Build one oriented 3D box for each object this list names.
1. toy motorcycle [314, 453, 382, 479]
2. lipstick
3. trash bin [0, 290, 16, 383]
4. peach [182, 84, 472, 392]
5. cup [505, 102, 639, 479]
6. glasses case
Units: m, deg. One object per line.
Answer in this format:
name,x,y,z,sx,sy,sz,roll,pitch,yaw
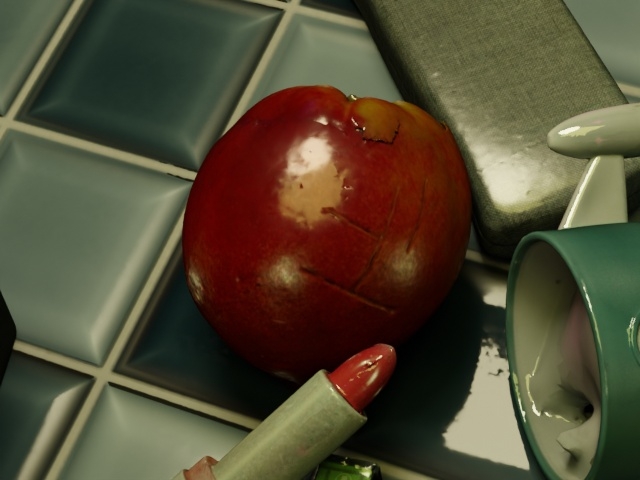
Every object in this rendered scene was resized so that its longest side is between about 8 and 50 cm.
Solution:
toy motorcycle,0.072,0.188,0.914,0.173,0.058,0.100,9,55,15
lipstick,-0.022,0.129,0.927,0.186,0.057,0.063,-42,36,5
trash bin,-0.276,0.053,0.943,0.115,0.225,0.165,6,60,11
peach,0.000,0.000,0.972,0.197,0.197,0.197,-4,59,6
cup,0.216,0.063,0.915,0.173,0.167,0.300,-7,82,-12
glasses case,0.115,-0.137,1.093,0.131,0.074,0.323,-22,59,-6
